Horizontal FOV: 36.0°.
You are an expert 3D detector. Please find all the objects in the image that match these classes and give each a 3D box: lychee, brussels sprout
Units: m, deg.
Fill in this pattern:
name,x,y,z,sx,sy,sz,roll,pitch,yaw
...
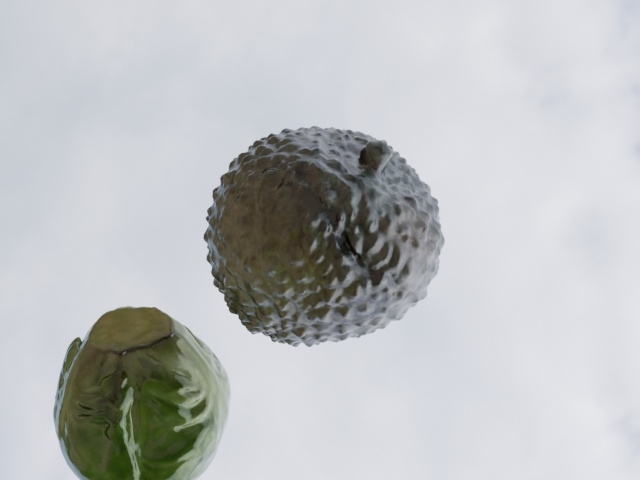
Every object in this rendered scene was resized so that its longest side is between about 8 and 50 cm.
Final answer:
name,x,y,z,sx,sy,sz,roll,pitch,yaw
lychee,0.000,0.000,1.052,0.274,0.255,0.255,-56,-129,27
brussels sprout,-0.227,0.209,1.252,0.244,0.244,0.244,-10,-106,39
